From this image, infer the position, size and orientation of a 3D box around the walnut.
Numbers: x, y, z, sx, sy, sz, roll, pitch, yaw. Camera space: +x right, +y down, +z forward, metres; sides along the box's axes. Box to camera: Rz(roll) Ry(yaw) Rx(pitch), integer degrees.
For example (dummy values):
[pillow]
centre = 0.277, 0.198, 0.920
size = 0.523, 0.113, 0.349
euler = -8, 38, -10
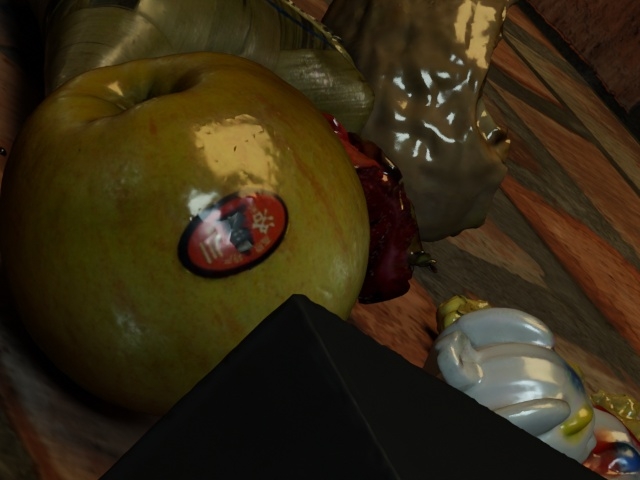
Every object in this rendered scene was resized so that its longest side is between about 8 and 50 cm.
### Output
[walnut]
centre = 0.062, -0.133, 1.491
size = 0.141, 0.204, 0.238
euler = 12, 31, -36

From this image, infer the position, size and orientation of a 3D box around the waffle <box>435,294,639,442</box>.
[waffle]
centre = 0.159, 0.114, 1.331
size = 0.194, 0.051, 0.149
euler = 36, 16, -6

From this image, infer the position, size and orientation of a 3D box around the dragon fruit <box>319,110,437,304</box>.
[dragon fruit]
centre = 0.018, -0.002, 1.160
size = 0.192, 0.092, 0.122
euler = 48, 48, -56

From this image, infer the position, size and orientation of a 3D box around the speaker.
[speaker]
centre = 0.046, 0.187, 0.615
size = 0.254, 0.184, 0.232
euler = 33, 19, -44

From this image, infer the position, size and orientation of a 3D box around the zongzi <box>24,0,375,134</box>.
[zongzi]
centre = -0.066, -0.079, 1.165
size = 0.260, 0.123, 0.289
euler = 35, 22, -28

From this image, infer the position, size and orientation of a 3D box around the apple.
[apple]
centre = -0.064, -0.008, 0.866
size = 0.182, 0.182, 0.155
euler = -105, 172, -62

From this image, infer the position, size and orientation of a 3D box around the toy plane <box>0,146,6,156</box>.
[toy plane]
centre = -0.178, -0.040, 0.911
size = 0.031, 0.049, 0.121
euler = 39, -1, -18

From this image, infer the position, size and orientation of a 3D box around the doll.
[doll]
centre = 0.167, 0.166, 1.041
size = 0.384, 0.099, 0.188
euler = 43, 24, -35
